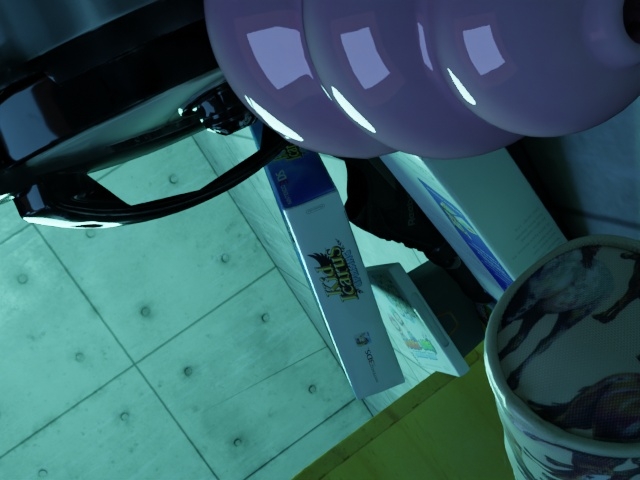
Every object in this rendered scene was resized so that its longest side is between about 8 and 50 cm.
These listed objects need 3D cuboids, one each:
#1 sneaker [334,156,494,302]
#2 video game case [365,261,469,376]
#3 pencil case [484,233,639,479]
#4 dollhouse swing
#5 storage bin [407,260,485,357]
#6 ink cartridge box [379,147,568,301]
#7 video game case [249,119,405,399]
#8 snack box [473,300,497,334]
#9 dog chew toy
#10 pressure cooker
[{"bbox_3d":[0.089,-0.033,1.002,0.283,0.124,0.107,59,170,-23],"label":"sneaker"},{"bbox_3d":[0.104,0.090,1.118,0.143,0.019,0.157,56,170,-3],"label":"video game case"},{"bbox_3d":[0.242,0.161,0.764,0.160,0.183,0.410,54,174,37],"label":"pencil case"},{"bbox_3d":[0.176,0.358,1.247,0.305,0.347,0.315,50,169,27],"label":"dollhouse swing"},{"bbox_3d":[0.154,0.080,1.173,0.135,0.091,0.098,56,170,-9],"label":"storage bin"},{"bbox_3d":[0.141,-0.023,0.846,0.333,0.065,0.165,48,178,-41],"label":"ink cartridge box"},{"bbox_3d":[0.000,0.000,1.060,0.269,0.061,0.244,-113,1,-60],"label":"video game case"},{"bbox_3d":[0.225,0.113,1.096,0.100,0.037,0.141,42,164,49],"label":"snack box"},{"bbox_3d":[0.065,-0.140,0.569,0.332,0.206,0.206,23,148,58],"label":"dog chew toy"},{"bbox_3d":[-0.188,-0.224,0.828,0.420,0.370,0.375,64,-168,-6],"label":"pressure cooker"}]
